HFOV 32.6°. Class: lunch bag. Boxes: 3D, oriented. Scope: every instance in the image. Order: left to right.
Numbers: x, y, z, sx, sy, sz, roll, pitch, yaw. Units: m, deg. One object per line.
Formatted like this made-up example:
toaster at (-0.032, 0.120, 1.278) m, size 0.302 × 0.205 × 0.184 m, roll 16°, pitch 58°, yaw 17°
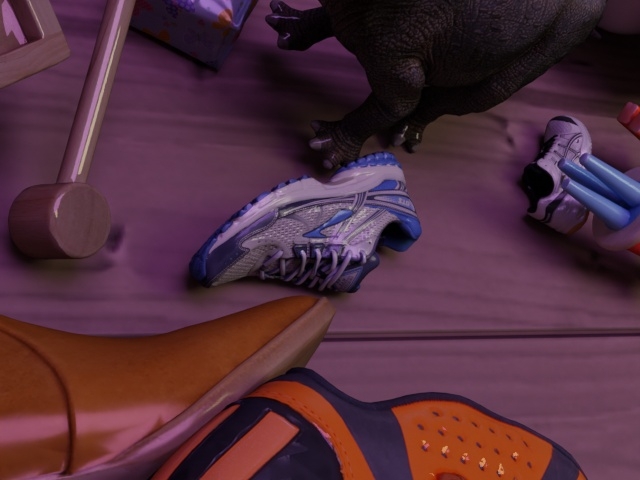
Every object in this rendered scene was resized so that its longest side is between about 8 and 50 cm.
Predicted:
lunch bag at (-0.065, -0.145, 0.590) m, size 0.071 × 0.053 × 0.083 m, roll 25°, pitch 60°, yaw -9°

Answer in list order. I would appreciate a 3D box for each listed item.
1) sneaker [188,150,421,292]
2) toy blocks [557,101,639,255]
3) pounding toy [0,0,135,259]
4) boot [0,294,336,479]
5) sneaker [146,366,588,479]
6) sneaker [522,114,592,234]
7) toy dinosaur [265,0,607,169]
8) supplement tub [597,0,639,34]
sneaker at (0.000, 0.000, 0.530) m, size 0.135 × 0.052 × 0.058 m, roll -24°, pitch 79°, yaw -35°
toy blocks at (0.198, -0.032, 0.635) m, size 0.148 × 0.054 × 0.123 m, roll 30°, pitch 48°, yaw -23°
pounding toy at (-0.168, -0.080, 0.466) m, size 0.181 × 0.094 × 0.206 m, roll -39°, pitch 114°, yaw -47°
boot at (-0.142, 0.040, 0.398) m, size 0.211 × 0.104 × 0.295 m, roll 37°, pitch 38°, yaw 14°
sneaker at (0.066, 0.175, 0.371) m, size 0.321 × 0.124 × 0.180 m, roll 58°, pitch 39°, yaw -14°
sneaker at (0.137, -0.044, 0.644) m, size 0.037 × 0.032 × 0.083 m, roll 18°, pitch 52°, yaw -17°
toy dinosaur at (0.079, -0.115, 0.567) m, size 0.313 × 0.160 × 0.121 m, roll 8°, pitch 64°, yaw -38°
supplement tub at (0.211, -0.288, 0.710) m, size 0.241 × 0.241 × 0.331 m, roll -28°, pitch 75°, yaw -38°
